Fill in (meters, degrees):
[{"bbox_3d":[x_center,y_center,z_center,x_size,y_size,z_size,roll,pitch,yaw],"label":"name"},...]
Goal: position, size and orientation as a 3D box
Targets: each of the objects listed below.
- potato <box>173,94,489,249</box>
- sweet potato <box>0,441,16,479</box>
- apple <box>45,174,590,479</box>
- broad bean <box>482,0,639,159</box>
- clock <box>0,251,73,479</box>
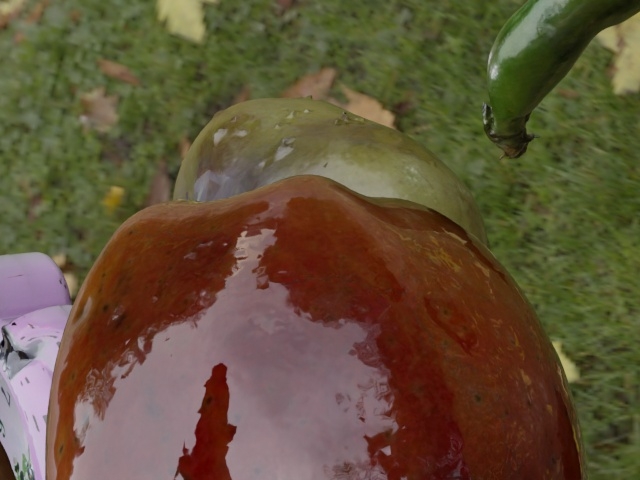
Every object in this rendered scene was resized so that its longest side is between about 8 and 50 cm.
[{"bbox_3d":[0.000,0.000,1.209,0.307,0.173,0.210,15,87,57],"label":"potato"},{"bbox_3d":[-0.175,-0.024,0.465,0.106,0.095,0.354,-22,94,24],"label":"sweet potato"},{"bbox_3d":[-0.003,0.090,0.650,0.234,0.234,0.234,-4,82,31],"label":"apple"},{"bbox_3d":[0.214,-0.151,1.011,0.292,0.144,0.049,-30,56,13],"label":"broad bean"},{"bbox_3d":[-0.166,0.145,1.028,0.248,0.090,0.227,37,129,50],"label":"clock"}]
